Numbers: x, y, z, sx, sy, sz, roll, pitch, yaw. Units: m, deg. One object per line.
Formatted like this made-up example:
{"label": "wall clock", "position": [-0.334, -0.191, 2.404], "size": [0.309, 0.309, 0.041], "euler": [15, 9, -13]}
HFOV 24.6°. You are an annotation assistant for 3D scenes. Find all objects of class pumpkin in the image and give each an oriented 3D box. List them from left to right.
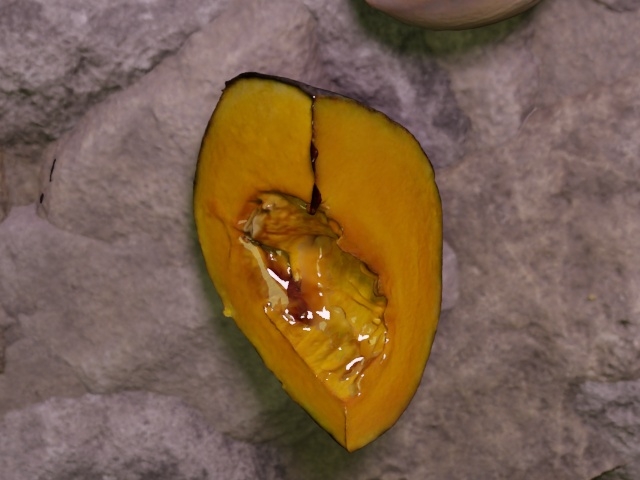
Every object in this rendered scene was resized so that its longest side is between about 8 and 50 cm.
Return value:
{"label": "pumpkin", "position": [0.000, 0.000, 1.237], "size": [0.169, 0.148, 0.312], "euler": [13, 113, 47]}

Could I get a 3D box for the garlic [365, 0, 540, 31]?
{"label": "garlic", "position": [0.097, -0.226, 1.141], "size": [0.266, 0.148, 0.128], "euler": [-27, 141, 12]}
